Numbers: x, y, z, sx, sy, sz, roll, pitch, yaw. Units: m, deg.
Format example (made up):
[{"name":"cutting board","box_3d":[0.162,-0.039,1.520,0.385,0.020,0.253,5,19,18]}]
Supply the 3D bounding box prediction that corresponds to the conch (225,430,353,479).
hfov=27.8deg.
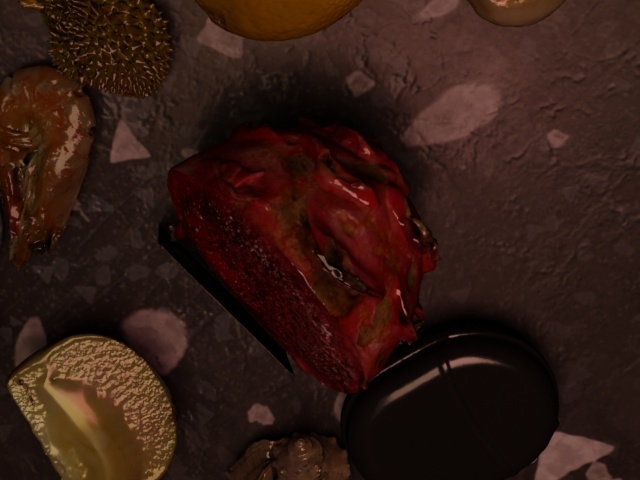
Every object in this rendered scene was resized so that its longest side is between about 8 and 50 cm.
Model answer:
[{"name":"conch","box_3d":[-0.043,0.375,1.848,0.178,0.163,0.245,23,134,30]}]

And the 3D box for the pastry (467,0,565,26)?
[{"name":"pastry","box_3d":[0.241,-0.335,1.561,0.157,0.092,0.156,-1,116,-2]}]

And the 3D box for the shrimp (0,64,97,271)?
[{"name":"shrimp","box_3d":[-0.384,-0.093,1.721,0.154,0.062,0.294,17,107,9]}]

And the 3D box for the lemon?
[{"name":"lemon","box_3d":[-0.042,-0.348,1.507,0.254,0.228,0.228,-5,110,5]}]

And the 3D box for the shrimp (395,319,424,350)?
[{"name":"shrimp","box_3d":[0.087,0.131,1.786,0.114,0.023,0.083,-40,100,21]}]

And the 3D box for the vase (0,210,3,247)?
[{"name":"vase","box_3d":[-0.538,0.027,1.742,0.251,0.156,0.300,-26,115,-13]}]

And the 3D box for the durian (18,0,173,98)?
[{"name":"durian","box_3d":[-0.285,-0.263,1.626,0.208,0.102,0.146,27,114,-1]}]

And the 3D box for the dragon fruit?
[{"name":"dragon fruit","box_3d":[0.000,0.000,1.594,0.249,0.371,0.386,-40,142,-15]}]

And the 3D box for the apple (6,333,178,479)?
[{"name":"apple","box_3d":[-0.301,0.237,1.809,0.193,0.120,0.265,-27,109,1]}]

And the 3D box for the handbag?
[{"name":"handbag","box_3d":[0.180,0.246,1.774,0.308,0.093,0.253,-30,112,15]}]

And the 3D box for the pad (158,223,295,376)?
[{"name":"pad","box_3d":[-0.127,0.075,1.707,0.006,0.170,0.245,-45,101,1]}]
